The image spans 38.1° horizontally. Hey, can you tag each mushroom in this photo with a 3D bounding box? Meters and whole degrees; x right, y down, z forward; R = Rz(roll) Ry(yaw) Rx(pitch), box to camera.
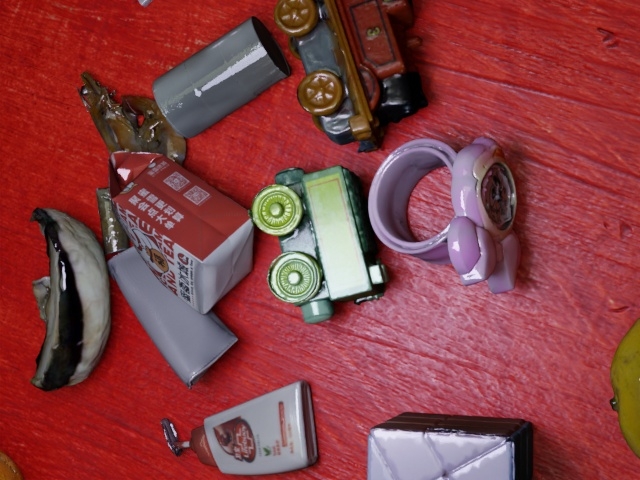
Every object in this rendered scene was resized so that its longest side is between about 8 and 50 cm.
[{"bbox_3d":[-0.470,0.112,1.726,0.247,0.130,0.344,-8,82,62],"label":"mushroom"}]

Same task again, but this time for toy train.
[{"bbox_3d":[0.056,-0.337,1.571,0.232,0.163,0.368,-18,80,9],"label":"toy train"},{"bbox_3d":[0.000,0.000,1.568,0.188,0.159,0.271,-14,82,11],"label":"toy train"}]

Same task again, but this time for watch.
[{"bbox_3d":[0.201,-0.037,1.502,0.218,0.211,0.248,-5,77,37],"label":"watch"}]

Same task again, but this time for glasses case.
[{"bbox_3d":[-0.265,0.126,1.681,0.128,0.083,0.308,-36,62,-6],"label":"glasses case"}]

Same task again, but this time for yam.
[{"bbox_3d":[-0.394,-0.039,1.759,0.054,0.054,0.132,-10,84,18],"label":"yam"}]

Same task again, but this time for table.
[{"bbox_3d":[-0.178,-0.291,1.661,0.220,0.126,0.126,-30,78,15],"label":"table"}]

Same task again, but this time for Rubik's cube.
[{"bbox_3d":[0.205,0.394,1.432,0.222,0.225,0.231,0,86,19],"label":"Rubik's cube"}]

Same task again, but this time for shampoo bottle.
[{"bbox_3d":[-0.149,0.343,1.639,0.284,0.071,0.153,-11,81,17],"label":"shampoo bottle"}]

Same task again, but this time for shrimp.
[{"bbox_3d":[-0.355,-0.228,1.752,0.152,0.063,0.287,-37,79,11],"label":"shrimp"}]

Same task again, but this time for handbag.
[{"bbox_3d":[-0.269,-0.025,1.633,0.298,0.171,0.151,32,55,18],"label":"handbag"}]

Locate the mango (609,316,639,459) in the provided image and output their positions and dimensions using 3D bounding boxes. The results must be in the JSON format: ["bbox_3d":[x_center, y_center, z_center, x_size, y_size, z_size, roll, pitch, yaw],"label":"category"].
[{"bbox_3d":[0.578,0.177,1.338,0.253,0.182,0.365,41,100,18],"label":"mango"}]

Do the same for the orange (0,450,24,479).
[{"bbox_3d":[-0.674,0.490,1.721,0.246,0.246,0.246,-1,86,19],"label":"orange"}]

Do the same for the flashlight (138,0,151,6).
[{"bbox_3d":[-0.314,-0.483,1.777,0.083,0.018,0.018,-38,76,14],"label":"flashlight"}]
